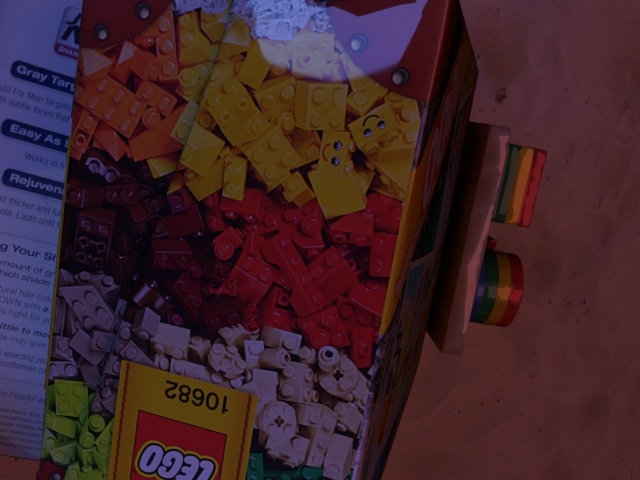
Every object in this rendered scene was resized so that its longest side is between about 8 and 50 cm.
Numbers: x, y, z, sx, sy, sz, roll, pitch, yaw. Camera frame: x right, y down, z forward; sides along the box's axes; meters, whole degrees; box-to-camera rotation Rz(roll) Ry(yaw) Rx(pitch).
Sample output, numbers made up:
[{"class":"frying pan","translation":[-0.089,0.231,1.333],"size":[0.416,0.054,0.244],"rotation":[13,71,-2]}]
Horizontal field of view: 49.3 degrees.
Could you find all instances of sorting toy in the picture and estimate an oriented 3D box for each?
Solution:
[{"class":"sorting toy","translation":[0.189,-0.016,0.872],"size":[0.090,0.257,0.255],"rotation":[9,101,-6]}]

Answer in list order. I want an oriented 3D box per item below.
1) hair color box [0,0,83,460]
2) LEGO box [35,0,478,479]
[{"class":"hair color box","translation":[-0.210,-0.012,0.560],"size":[0.174,0.105,0.346],"rotation":[16,84,-18]},{"class":"LEGO box","translation":[0.000,0.000,0.597],"size":[0.500,0.193,0.372],"rotation":[-33,134,-73]}]
